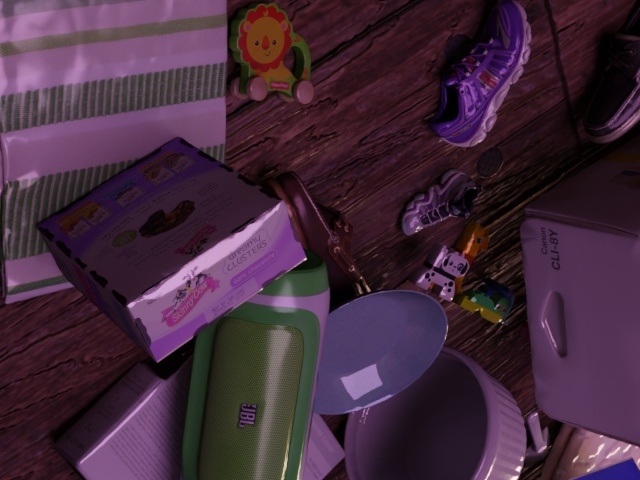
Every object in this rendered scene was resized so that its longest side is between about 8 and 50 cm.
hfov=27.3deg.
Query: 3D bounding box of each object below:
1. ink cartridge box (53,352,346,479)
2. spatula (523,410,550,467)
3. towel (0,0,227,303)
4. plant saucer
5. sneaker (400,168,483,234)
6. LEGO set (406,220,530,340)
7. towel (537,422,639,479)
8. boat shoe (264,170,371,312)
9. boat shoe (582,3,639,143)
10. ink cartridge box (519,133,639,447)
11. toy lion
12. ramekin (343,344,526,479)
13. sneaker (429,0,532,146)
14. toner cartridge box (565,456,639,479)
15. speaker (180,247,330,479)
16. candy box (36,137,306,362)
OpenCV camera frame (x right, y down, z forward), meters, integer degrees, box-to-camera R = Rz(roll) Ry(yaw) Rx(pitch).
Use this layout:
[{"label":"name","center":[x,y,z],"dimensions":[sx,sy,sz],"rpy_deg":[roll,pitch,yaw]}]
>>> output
[{"label":"ink cartridge box","center":[-0.122,0.229,1.435],"dimensions":[0.239,0.060,0.275],"rpy_deg":[-45,129,-18]},{"label":"spatula","center":[0.236,0.291,1.661],"dimensions":[0.168,0.019,0.242],"rpy_deg":[-47,155,-8]},{"label":"towel","center":[-0.200,-0.114,1.232],"dimensions":[0.248,0.038,0.324],"rpy_deg":[-13,117,-30]},{"label":"plant saucer","center":[0.044,0.113,1.440],"dimensions":[0.195,0.037,0.195],"rpy_deg":[-16,137,-16]},{"label":"sneaker","center":[0.140,-0.035,1.471],"dimensions":[0.098,0.069,0.038],"rpy_deg":[-46,129,-7]},{"label":"LEGO set","center":[0.193,0.038,1.537],"dimensions":[0.227,0.087,0.093],"rpy_deg":[26,94,-33]},{"label":"towel","center":[0.471,0.228,1.833],"dimensions":[0.332,0.053,0.317],"rpy_deg":[12,105,-37]},{"label":"boat shoe","center":[0.000,0.000,1.394],"dimensions":[0.073,0.073,0.207],"rpy_deg":[-28,135,-8]},{"label":"boat shoe","center":[0.366,-0.218,1.533],"dimensions":[0.073,0.080,0.223],"rpy_deg":[40,82,-34]},{"label":"ink cartridge box","center":[0.421,0.029,1.552],"dimensions":[0.385,0.160,0.279],"rpy_deg":[-30,121,-37]},{"label":"toy lion","center":[-0.049,-0.185,1.297],"dimensions":[0.100,0.034,0.096],"rpy_deg":[-1,100,-43]},{"label":"ramekin","center":[0.139,0.231,1.518],"dimensions":[0.109,0.207,0.207],"rpy_deg":[26,97,-45]},{"label":"sneaker","center":[0.171,-0.182,1.425],"dimensions":[0.071,0.068,0.170],"rpy_deg":[15,104,-32]},{"label":"toner cartridge box","center":[0.241,0.390,1.669],"dimensions":[0.348,0.075,0.165],"rpy_deg":[-15,151,-17]},{"label":"speaker","center":[-0.068,0.155,1.328],"dimensions":[0.131,0.131,0.296],"rpy_deg":[-2,107,-33]},{"label":"candy box","center":[-0.135,0.002,1.176],"dimensions":[0.165,0.196,0.070],"rpy_deg":[-34,126,-18]}]
